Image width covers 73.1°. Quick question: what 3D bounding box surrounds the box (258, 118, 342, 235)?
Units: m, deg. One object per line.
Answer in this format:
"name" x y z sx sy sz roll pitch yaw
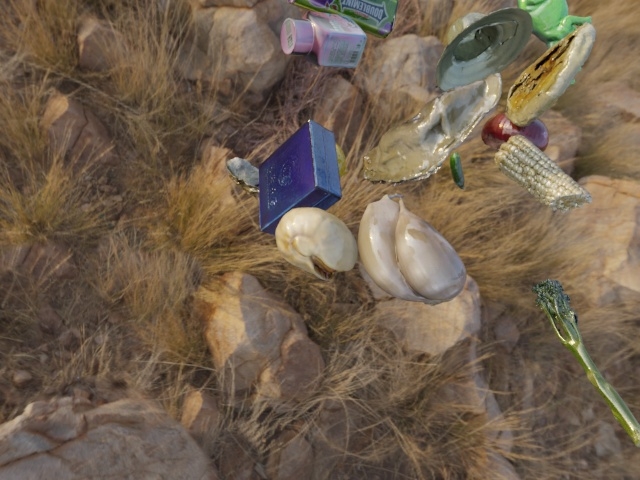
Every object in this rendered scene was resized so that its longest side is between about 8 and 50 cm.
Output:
"box" -0.076 -0.186 1.350 0.116 0.278 0.262 18 53 -37

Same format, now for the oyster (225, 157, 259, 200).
"oyster" -0.220 -0.180 1.731 0.396 0.111 0.204 36 21 -14

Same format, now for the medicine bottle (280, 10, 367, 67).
"medicine bottle" 0.003 -0.489 1.051 0.187 0.094 0.119 -11 54 -30

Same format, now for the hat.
"hat" 0.374 -0.493 1.065 0.251 0.252 0.110 -6 65 -31

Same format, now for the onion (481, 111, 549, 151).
"onion" 0.709 -0.382 1.566 0.248 0.248 0.161 37 100 -15

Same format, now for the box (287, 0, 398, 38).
"box" 0.077 -0.726 1.301 0.345 0.097 0.134 4 109 -33

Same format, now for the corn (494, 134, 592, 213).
"corn" 0.444 -0.130 0.884 0.086 0.087 0.211 -3 47 -30

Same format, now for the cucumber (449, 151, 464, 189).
"cucumber" 0.422 -0.207 1.332 0.037 0.037 0.155 -62 141 -29

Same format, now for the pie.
"pie" 0.692 -0.507 1.324 0.077 0.339 0.339 33 61 -6

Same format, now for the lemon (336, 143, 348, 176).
"lemon" -0.010 -0.309 1.674 0.256 0.188 0.189 18 66 -9

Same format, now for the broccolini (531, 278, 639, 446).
"broccolini" 0.608 0.251 0.975 0.074 0.078 0.392 42 22 -47

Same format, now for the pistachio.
"pistachio" 0.000 0.000 0.809 0.200 0.117 0.145 20 41 -56

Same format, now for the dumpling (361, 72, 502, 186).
"dumpling" 0.183 -0.197 0.825 0.086 0.332 0.166 38 44 -24

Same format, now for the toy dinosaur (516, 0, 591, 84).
"toy dinosaur" 0.678 -0.770 1.468 0.499 0.144 0.375 22 101 12

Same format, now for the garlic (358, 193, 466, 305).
"garlic" 0.238 0.000 1.113 0.245 0.231 0.340 -9 72 -30
